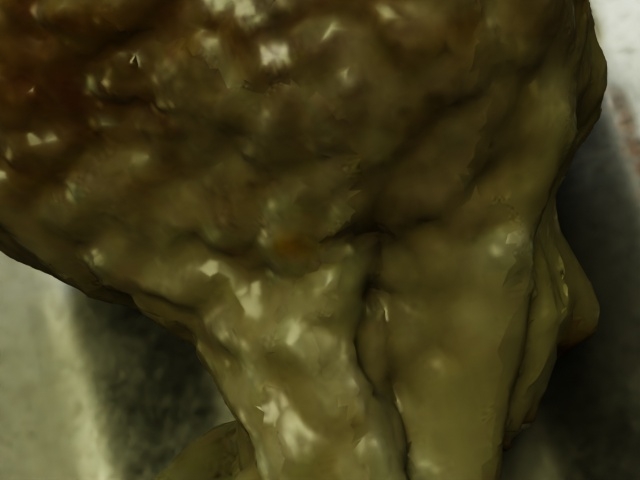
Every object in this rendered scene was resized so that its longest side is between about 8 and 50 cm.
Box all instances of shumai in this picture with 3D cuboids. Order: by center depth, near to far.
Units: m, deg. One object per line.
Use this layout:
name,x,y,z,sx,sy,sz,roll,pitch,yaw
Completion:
shumai,0.000,0.000,0.629,0.314,0.267,0.262,-38,62,49
